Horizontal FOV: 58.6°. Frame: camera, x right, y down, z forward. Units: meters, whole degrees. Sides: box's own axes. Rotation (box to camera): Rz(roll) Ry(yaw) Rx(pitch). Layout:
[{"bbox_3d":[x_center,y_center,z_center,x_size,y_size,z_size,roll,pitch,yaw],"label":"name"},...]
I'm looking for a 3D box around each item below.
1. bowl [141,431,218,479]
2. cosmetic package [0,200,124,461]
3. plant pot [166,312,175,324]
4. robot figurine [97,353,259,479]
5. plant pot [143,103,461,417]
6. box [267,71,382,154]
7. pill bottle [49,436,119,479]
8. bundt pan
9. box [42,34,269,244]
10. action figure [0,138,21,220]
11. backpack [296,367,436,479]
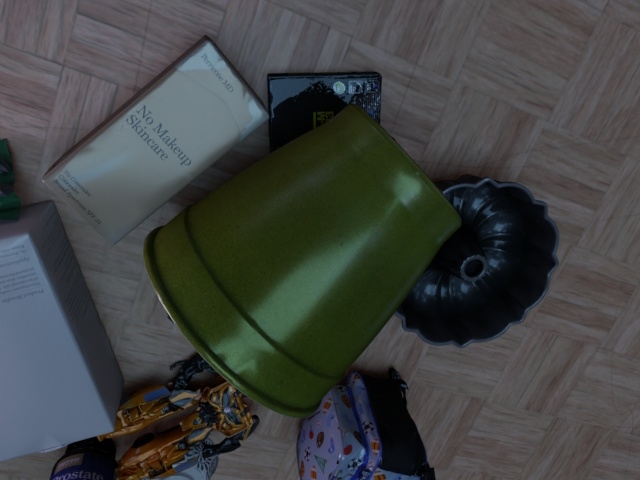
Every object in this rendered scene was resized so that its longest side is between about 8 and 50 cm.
[{"bbox_3d":[-0.291,0.474,1.150,0.170,0.080,0.170,-4,113,-10],"label":"bowl"},{"bbox_3d":[-0.488,0.153,0.930,0.217,0.156,0.385,-12,116,-7],"label":"cosmetic package"},{"bbox_3d":[-0.193,0.107,1.003,0.109,0.096,0.109,-41,115,8],"label":"plant pot"},{"bbox_3d":[-0.257,0.340,1.075,0.291,0.085,0.211,-21,102,-9],"label":"robot figurine"},{"bbox_3d":[0.000,0.000,0.845,0.353,0.366,0.366,-43,115,9],"label":"plant pot"},{"bbox_3d":[0.006,-0.182,0.950,0.184,0.045,0.190,-4,114,-12],"label":"box"},{"bbox_3d":[-0.433,0.459,1.035,0.123,0.219,0.122,-5,114,-11],"label":"pill bottle"},{"bbox_3d":[0.257,0.025,1.050,0.331,0.124,0.330,-5,115,-11],"label":"bundt pan"},{"bbox_3d":[-0.243,-0.154,0.866,0.311,0.121,0.148,-39,114,6],"label":"box"},{"bbox_3d":[-0.577,-0.063,0.850,0.232,0.063,0.137,-17,71,1],"label":"action figure"},{"bbox_3d":[0.070,0.422,1.116,0.213,0.276,0.263,12,116,-12],"label":"backpack"}]
